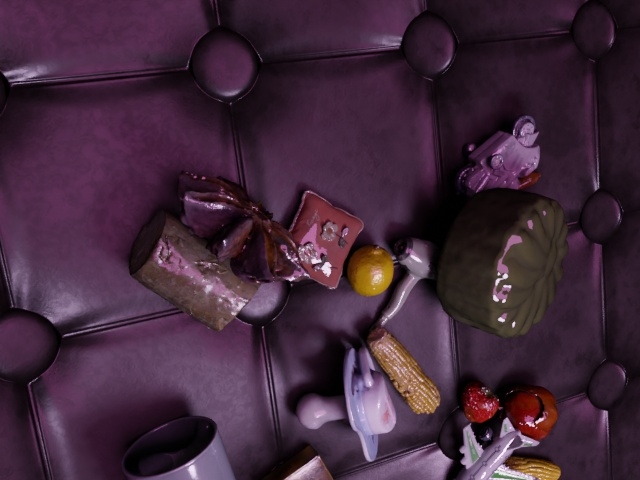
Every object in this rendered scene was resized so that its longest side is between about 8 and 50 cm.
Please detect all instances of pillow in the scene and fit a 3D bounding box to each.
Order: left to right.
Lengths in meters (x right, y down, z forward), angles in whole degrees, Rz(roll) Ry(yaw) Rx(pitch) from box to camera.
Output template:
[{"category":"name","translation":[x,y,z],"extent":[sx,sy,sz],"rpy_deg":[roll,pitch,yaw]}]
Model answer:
[{"category":"pillow","translation":[0.000,0.000,1.525],"extent":[0.171,0.075,0.179],"rpy_deg":[28,85,-19]}]

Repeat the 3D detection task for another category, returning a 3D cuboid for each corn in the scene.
[{"category":"corn","translation":[0.204,0.324,1.643],"extent":[0.086,0.086,0.288],"rpy_deg":[-43,116,-11]},{"category":"corn","translation":[0.571,0.632,1.864],"extent":[0.203,0.072,0.072],"rpy_deg":[13,93,-25]}]

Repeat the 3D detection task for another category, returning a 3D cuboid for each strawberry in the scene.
[{"category":"strawberry","translation":[0.405,0.417,1.750],"extent":[0.106,0.106,0.106],"rpy_deg":[-4,99,-22]}]

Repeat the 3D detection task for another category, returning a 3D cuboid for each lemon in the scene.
[{"category":"lemon","translation":[0.115,0.068,1.566],"extent":[0.109,0.109,0.133],"rpy_deg":[-5,124,-22]}]

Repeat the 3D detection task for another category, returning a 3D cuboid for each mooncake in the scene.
[{"category":"mooncake","translation":[0.443,0.052,1.602],"extent":[0.356,0.194,0.357],"rpy_deg":[-23,124,-39]}]

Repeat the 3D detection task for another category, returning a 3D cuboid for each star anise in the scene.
[{"category":"star anise","translation":[-0.160,-0.018,1.350],"extent":[0.331,0.332,0.117],"rpy_deg":[39,101,-23]}]

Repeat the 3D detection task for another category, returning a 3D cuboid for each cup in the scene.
[{"category":"cup","translation":[-0.270,0.556,1.430],"extent":[0.205,0.205,0.312],"rpy_deg":[-21,106,-18]}]

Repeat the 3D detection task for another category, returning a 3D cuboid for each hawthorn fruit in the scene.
[{"category":"hawthorn fruit","translation":[0.535,0.447,1.785],"extent":[0.171,0.148,0.148],"rpy_deg":[16,92,-7]}]

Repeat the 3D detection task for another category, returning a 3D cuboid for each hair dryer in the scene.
[{"category":"hair dryer","translation":[0.249,0.126,1.663],"extent":[0.229,0.092,0.267],"rpy_deg":[7,109,-29]}]

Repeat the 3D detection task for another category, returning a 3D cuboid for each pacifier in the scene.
[{"category":"pacifier","translation":[0.052,0.372,1.567],"extent":[0.225,0.238,0.287],"rpy_deg":[-11,133,9]}]

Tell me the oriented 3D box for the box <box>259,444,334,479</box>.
[{"category":"box","translation":[-0.026,0.631,1.617],"extent":[0.159,0.071,0.240],"rpy_deg":[-31,108,-17]}]

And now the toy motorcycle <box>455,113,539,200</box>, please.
[{"category":"toy motorcycle","translation":[0.448,-0.182,1.672],"extent":[0.260,0.110,0.171],"rpy_deg":[-42,123,-6]}]

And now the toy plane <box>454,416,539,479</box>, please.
[{"category":"toy plane","translation":[0.431,0.567,1.751],"extent":[0.251,0.101,0.255],"rpy_deg":[39,105,-10]}]

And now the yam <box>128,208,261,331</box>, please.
[{"category":"yam","translation":[-0.256,0.069,1.384],"extent":[0.268,0.161,0.161],"rpy_deg":[39,83,-23]}]

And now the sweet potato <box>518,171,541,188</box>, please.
[{"category":"sweet potato","translation":[0.530,-0.154,1.743],"extent":[0.095,0.034,0.034],"rpy_deg":[-30,108,-18]}]
